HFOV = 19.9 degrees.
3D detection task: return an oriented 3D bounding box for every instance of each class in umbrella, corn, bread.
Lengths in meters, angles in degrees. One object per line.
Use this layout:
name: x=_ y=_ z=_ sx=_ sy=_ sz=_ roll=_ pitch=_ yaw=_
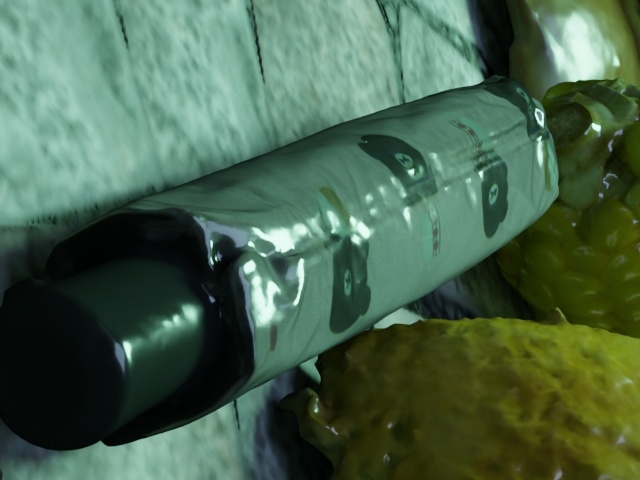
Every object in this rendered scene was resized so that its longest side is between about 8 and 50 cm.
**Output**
umbrella: x=0.000 y=0.000 z=0.582 sx=0.067 sy=0.073 sz=0.337 roll=55 pitch=27 yaw=5
corn: x=0.183 y=0.047 z=0.864 sx=0.363 sy=0.120 sz=0.120 roll=47 pitch=37 yaw=-43
bread: x=0.093 y=0.112 z=0.644 sx=0.229 sy=0.139 sz=0.143 roll=43 pitch=32 yaw=-48

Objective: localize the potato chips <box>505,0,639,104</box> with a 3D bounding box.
potato chips: x=0.141 y=-0.101 z=0.940 sx=0.202 sy=0.049 sz=0.150 roll=-8 pitch=82 yaw=-62
